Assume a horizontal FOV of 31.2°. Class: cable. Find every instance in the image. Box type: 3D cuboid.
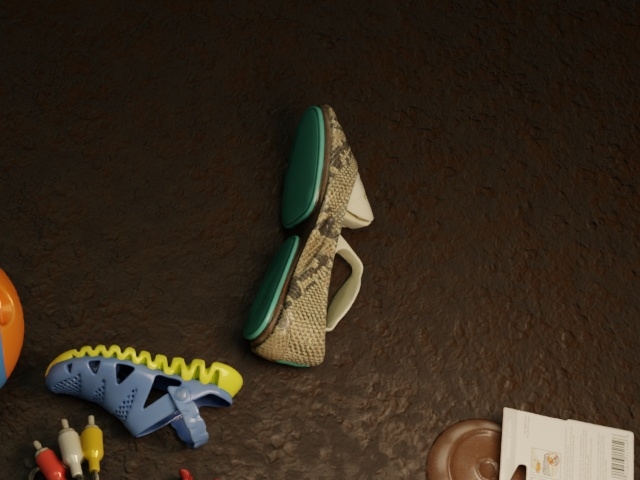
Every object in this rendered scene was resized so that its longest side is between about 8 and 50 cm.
[{"bbox_3d":[-0.364,0.390,1.744,0.139,0.072,0.287,-26,41,-15],"label":"cable"}]

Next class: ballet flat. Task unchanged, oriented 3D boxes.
[{"bbox_3d":[0.000,0.000,2.030,0.182,0.164,0.483,23,65,-22],"label":"ballet flat"}]

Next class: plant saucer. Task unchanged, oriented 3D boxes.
[{"bbox_3d":[0.278,0.389,1.926,0.198,0.036,0.199,4,62,-8],"label":"plant saucer"}]

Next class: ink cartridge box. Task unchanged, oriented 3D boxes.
[{"bbox_3d":[0.401,0.434,1.904,0.238,0.060,0.275,12,62,-7],"label":"ink cartridge box"}]

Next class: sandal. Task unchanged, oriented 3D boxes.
[{"bbox_3d":[-0.289,0.253,1.852,0.317,0.126,0.138,9,66,-4],"label":"sandal"}]

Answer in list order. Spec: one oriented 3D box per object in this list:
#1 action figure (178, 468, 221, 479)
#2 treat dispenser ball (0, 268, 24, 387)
[{"bbox_3d":[-0.231,0.479,1.736,0.091,0.139,0.280,14,64,9],"label":"action figure"},{"bbox_3d":[-0.604,0.136,1.758,0.288,0.288,0.288,4,63,-8],"label":"treat dispenser ball"}]
